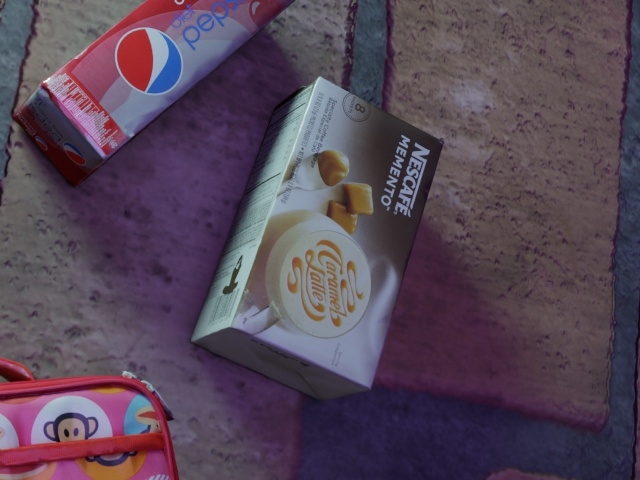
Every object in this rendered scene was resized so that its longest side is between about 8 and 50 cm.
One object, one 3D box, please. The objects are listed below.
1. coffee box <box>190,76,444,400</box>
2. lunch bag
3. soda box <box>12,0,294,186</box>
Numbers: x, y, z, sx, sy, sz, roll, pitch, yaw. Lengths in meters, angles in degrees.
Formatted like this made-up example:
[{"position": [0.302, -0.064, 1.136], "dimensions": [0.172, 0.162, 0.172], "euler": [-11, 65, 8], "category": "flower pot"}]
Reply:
[{"position": [0.000, 0.000, 1.145], "dimensions": [0.141, 0.098, 0.247], "euler": [27, 67, -19], "category": "coffee box"}, {"position": [-0.250, 0.206, 0.962], "dimensions": [0.293, 0.120, 0.258], "euler": [-3, 74, -27], "category": "lunch bag"}, {"position": [-0.138, -0.164, 1.120], "dimensions": [0.083, 0.092, 0.263], "euler": [50, 61, -9], "category": "soda box"}]
